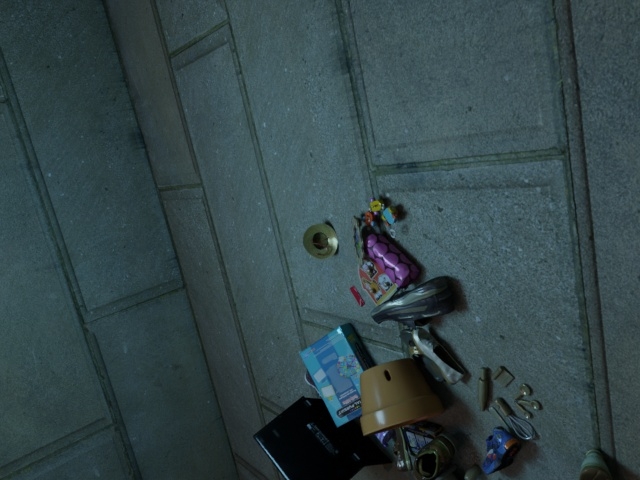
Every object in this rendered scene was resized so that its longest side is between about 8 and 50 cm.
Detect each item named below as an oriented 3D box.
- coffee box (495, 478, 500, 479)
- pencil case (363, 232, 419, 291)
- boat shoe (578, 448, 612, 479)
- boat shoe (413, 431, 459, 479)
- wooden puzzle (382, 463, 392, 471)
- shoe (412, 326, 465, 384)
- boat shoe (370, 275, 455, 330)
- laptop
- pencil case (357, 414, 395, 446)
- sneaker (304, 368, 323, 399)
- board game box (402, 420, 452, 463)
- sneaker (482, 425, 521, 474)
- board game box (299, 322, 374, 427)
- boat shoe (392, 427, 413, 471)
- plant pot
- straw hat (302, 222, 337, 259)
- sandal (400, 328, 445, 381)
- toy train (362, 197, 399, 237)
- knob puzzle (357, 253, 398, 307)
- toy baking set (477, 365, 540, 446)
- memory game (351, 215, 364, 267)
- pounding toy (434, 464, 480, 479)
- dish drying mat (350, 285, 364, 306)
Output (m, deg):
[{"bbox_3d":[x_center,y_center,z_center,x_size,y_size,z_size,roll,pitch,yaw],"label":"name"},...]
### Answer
[{"bbox_3d":[0.556,1.037,1.590,0.338,0.338,0.334,33,133,40],"label":"coffee box"},{"bbox_3d":[0.231,0.071,1.751,0.209,0.095,0.098,50,158,29],"label":"pencil case"},{"bbox_3d":[0.740,0.694,1.399,0.105,0.089,0.285,4,116,25],"label":"boat shoe"},{"bbox_3d":[0.373,0.775,1.822,0.111,0.104,0.307,42,138,30],"label":"boat shoe"},{"bbox_3d":[0.279,0.948,2.211,0.049,0.006,0.083,46,139,29],"label":"wooden puzzle"},{"bbox_3d":[0.387,0.367,1.707,0.219,0.076,0.058,51,139,12],"label":"shoe"},{"bbox_3d":[0.294,0.233,1.710,0.355,0.132,0.130,-36,79,55],"label":"boat shoe"},{"bbox_3d":[0.015,0.848,2.121,0.382,0.408,0.236,38,151,37],"label":"laptop"},{"bbox_3d":[0.209,0.735,2.122,0.206,0.086,0.088,33,106,41],"label":"pencil case"},{"bbox_3d":[0.018,0.597,2.299,0.281,0.106,0.162,21,121,48],"label":"sneaker"},{"bbox_3d":[0.387,0.735,1.917,0.170,0.048,0.141,-6,104,54],"label":"board game box"},{"bbox_3d":[0.555,0.654,1.630,0.087,0.083,0.221,-118,27,-43],"label":"sneaker"},{"bbox_3d":[0.092,0.541,2.104,0.254,0.079,0.336,-39,71,32],"label":"board game box"},{"bbox_3d":[0.302,0.790,1.985,0.178,0.060,0.064,-99,-10,-49],"label":"boat shoe"},{"bbox_3d":[0.260,0.537,1.814,0.291,0.291,0.203,-51,49,52],"label":"plant pot"},{"bbox_3d":[0.000,0.000,2.042,0.061,0.145,0.144,-74,-30,-80],"label":"straw hat"},{"bbox_3d":[0.346,0.396,1.785,0.219,0.060,0.090,55,143,20],"label":"sandal"},{"bbox_3d":[0.209,-0.079,1.741,0.166,0.046,0.125,30,131,47],"label":"toy train"},{"bbox_3d":[0.188,0.135,1.890,0.213,0.030,0.213,29,130,43],"label":"knob puzzle"},{"bbox_3d":[0.559,0.503,1.578,0.197,0.030,0.256,26,127,45],"label":"toy baking set"},{"bbox_3d":[0.130,0.004,1.836,0.186,0.012,0.186,172,90,-85],"label":"memory game"},{"bbox_3d":[0.461,0.891,1.805,0.155,0.154,0.269,44,139,32],"label":"pounding toy"},{"bbox_3d":[0.141,0.215,2.015,0.083,0.008,0.032,58,145,15],"label":"dish drying mat"}]
